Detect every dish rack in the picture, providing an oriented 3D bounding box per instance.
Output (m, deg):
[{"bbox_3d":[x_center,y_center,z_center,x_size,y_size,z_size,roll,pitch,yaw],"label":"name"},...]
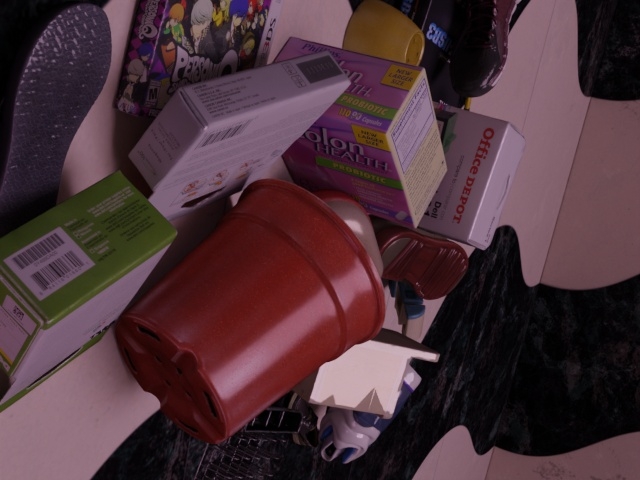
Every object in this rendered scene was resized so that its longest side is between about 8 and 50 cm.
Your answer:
[{"bbox_3d":[-0.142,0.391,1.467,0.208,0.074,0.271,28,83,-63],"label":"dish rack"}]

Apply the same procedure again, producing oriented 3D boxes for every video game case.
[{"bbox_3d":[-0.135,-0.243,1.067,0.232,0.042,0.210,-3,112,-62],"label":"video game case"}]

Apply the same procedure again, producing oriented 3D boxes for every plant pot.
[{"bbox_3d":[-0.101,0.102,1.156,0.265,0.272,0.272,-40,142,-33],"label":"plant pot"},{"bbox_3d":[0.110,-0.313,1.430,0.134,0.095,0.134,-41,141,-45],"label":"plant pot"}]

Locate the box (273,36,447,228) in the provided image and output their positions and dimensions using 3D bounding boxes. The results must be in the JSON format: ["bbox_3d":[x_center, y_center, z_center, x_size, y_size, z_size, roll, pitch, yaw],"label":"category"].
[{"bbox_3d":[0.051,-0.153,1.294,0.117,0.213,0.243,-59,152,-21],"label":"box"}]

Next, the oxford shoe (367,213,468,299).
[{"bbox_3d":[0.166,0.016,1.655,0.123,0.130,0.348,-53,145,6],"label":"oxford shoe"}]

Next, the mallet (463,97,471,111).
[{"bbox_3d":[0.291,-0.271,1.735,0.062,0.039,0.190,-54,157,-35],"label":"mallet"}]

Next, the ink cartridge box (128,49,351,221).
[{"bbox_3d":[-0.119,-0.118,1.093,0.275,0.060,0.239,-28,170,-48],"label":"ink cartridge box"}]

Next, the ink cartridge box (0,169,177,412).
[{"bbox_3d":[-0.288,0.067,0.953,0.189,0.097,0.255,-40,175,-46],"label":"ink cartridge box"}]

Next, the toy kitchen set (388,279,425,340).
[{"bbox_3d":[0.116,0.094,1.769,0.207,0.166,0.122,-98,-169,-60],"label":"toy kitchen set"}]

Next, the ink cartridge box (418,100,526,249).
[{"bbox_3d":[0.167,-0.124,1.465,0.117,0.278,0.201,16,93,-64],"label":"ink cartridge box"}]

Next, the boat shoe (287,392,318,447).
[{"bbox_3d":[-0.027,0.337,1.674,0.056,0.049,0.152,-53,150,-33],"label":"boat shoe"}]

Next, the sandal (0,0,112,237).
[{"bbox_3d":[-0.283,-0.119,0.874,0.097,0.054,0.254,5,113,-56],"label":"sandal"}]

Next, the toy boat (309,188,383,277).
[{"bbox_3d":[0.000,0.000,1.389,0.151,0.151,0.231,-31,146,-8],"label":"toy boat"}]

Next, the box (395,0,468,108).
[{"bbox_3d":[0.217,-0.380,1.621,0.295,0.073,0.293,11,97,-63],"label":"box"}]

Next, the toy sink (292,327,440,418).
[{"bbox_3d":[0.059,0.216,1.523,0.234,0.153,0.131,15,95,-31],"label":"toy sink"}]

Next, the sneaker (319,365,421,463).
[{"bbox_3d":[0.071,0.326,1.760,0.236,0.130,0.323,-46,179,-9],"label":"sneaker"}]

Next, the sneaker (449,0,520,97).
[{"bbox_3d":[0.267,-0.399,1.531,0.162,0.106,0.281,43,59,-54],"label":"sneaker"}]
